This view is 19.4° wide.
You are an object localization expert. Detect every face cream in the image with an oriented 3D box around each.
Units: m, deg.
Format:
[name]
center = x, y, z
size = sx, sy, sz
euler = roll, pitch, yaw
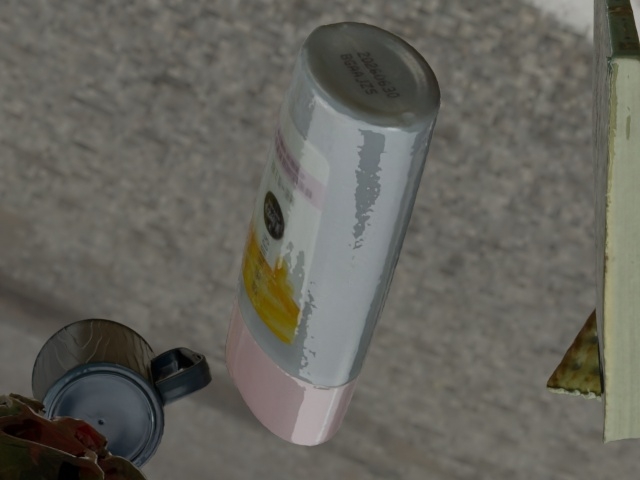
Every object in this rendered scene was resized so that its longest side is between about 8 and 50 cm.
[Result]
[face cream]
center = 0.000, 0.000, 0.812
size = 0.057, 0.084, 0.198
euler = -11, 140, -26

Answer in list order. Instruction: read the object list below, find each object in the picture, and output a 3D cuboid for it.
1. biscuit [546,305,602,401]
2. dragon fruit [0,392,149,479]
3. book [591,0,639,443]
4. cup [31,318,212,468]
[biscuit]
center = 0.285, 0.074, 1.362
size = 0.231, 0.139, 0.016
euler = 5, 139, 47
[dragon fruit]
center = -0.173, 0.227, 0.944
size = 0.231, 0.302, 0.237
euler = -15, 180, 27
[book]
center = 0.163, -0.048, 1.034
size = 0.025, 0.282, 0.215
euler = -1, 112, 7
[cup]
center = -0.181, 0.127, 1.621
size = 0.113, 0.150, 0.138
euler = 42, -178, -15
